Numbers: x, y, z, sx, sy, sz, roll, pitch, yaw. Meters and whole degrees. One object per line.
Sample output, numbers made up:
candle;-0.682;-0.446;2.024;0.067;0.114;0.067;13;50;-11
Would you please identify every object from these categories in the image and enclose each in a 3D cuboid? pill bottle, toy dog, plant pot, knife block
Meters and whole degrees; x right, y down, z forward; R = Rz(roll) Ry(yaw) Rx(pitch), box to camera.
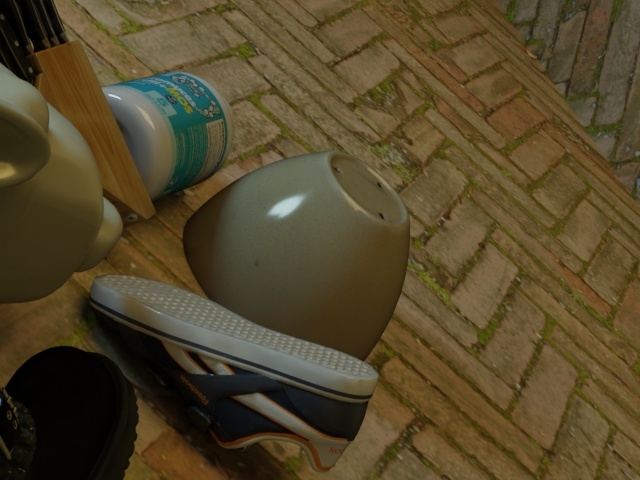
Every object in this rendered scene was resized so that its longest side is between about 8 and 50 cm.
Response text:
pill bottle;-0.200;-0.126;1.788;0.146;0.146;0.264;45;23;7
toy dog;-0.385;-0.138;1.349;0.395;0.284;0.408;-3;43;-45
plant pot;0.000;0.000;1.825;0.284;0.191;0.284;33;25;-18
knife block;-0.292;-0.161;1.609;0.276;0.088;0.242;39;41;-47

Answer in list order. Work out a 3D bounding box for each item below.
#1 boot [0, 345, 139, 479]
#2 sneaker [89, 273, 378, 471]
boot;-0.271;0.126;1.157;0.260;0.131;0.348;59;17;-25
sneaker;-0.108;0.139;1.530;0.321;0.127;0.126;22;13;15
